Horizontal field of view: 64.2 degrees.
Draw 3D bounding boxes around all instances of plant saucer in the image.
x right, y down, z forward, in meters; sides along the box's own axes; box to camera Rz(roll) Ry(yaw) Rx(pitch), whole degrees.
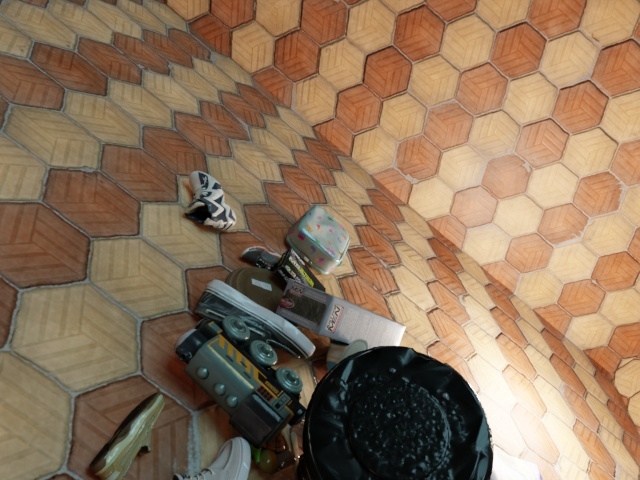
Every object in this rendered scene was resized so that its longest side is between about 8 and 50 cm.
[{"bbox_3d":[-0.157,0.180,1.518,0.277,0.041,0.278,31,29,-19],"label":"plant saucer"}]

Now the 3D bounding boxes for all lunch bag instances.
[{"bbox_3d":[0.000,0.000,1.920,0.224,0.108,0.279,44,28,-7],"label":"lunch bag"}]

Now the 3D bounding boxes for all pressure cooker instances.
[{"bbox_3d":[0.152,0.468,1.086,0.375,0.420,0.370,12,55,12],"label":"pressure cooker"}]

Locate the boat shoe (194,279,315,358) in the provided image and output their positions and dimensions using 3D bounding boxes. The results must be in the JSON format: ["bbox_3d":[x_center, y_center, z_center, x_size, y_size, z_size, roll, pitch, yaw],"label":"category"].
[{"bbox_3d":[-0.177,0.236,1.342,0.335,0.121,0.119,31,68,-3],"label":"boat shoe"}]

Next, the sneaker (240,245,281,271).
[{"bbox_3d":[-0.182,0.066,1.634,0.157,0.061,0.065,16,43,-41],"label":"sneaker"}]

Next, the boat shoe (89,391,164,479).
[{"bbox_3d":[-0.347,0.373,0.959,0.072,0.068,0.190,50,35,-11],"label":"boat shoe"}]

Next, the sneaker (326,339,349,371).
[{"bbox_3d":[0.077,0.355,1.530,0.087,0.092,0.228,9,-10,29],"label":"sneaker"}]

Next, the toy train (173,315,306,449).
[{"bbox_3d":[-0.179,0.307,1.149,0.334,0.142,0.190,42,17,9],"label":"toy train"}]

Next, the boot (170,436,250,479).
[{"bbox_3d":[-0.218,0.458,0.953,0.123,0.095,0.258,41,27,-17],"label":"boot"}]

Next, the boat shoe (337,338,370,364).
[{"bbox_3d":[0.091,0.395,1.370,0.079,0.095,0.255,37,59,-45],"label":"boat shoe"}]

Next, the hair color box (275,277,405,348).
[{"bbox_3d":[0.069,0.235,1.509,0.185,0.114,0.374,16,-9,45],"label":"hair color box"}]

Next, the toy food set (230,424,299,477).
[{"bbox_3d":[-0.112,0.464,1.154,0.192,0.038,0.132,24,31,-32],"label":"toy food set"}]

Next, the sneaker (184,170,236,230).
[{"bbox_3d":[-0.381,-0.133,1.616,0.235,0.094,0.153,61,22,13],"label":"sneaker"}]

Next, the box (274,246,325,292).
[{"bbox_3d":[-0.062,0.130,1.645,0.191,0.045,0.184,51,17,-9],"label":"box"}]

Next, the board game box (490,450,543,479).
[{"bbox_3d":[0.623,0.827,1.577,0.318,0.066,0.319,26,30,-28],"label":"board game box"}]
